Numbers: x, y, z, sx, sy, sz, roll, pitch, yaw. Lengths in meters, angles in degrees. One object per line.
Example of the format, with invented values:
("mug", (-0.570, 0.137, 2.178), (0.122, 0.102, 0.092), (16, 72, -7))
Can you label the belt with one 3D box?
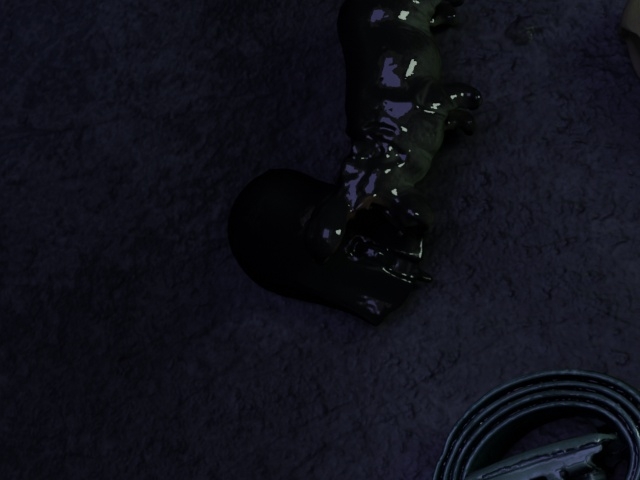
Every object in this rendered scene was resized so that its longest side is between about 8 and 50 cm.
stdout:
("belt", (0.240, 0.228, 1.235), (0.267, 0.116, 0.206), (-33, 63, 13))

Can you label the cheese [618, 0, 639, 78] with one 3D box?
("cheese", (0.453, -0.249, 1.295), (0.286, 0.082, 0.163), (-32, 70, 7))

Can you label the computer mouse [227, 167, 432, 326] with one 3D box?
("computer mouse", (0.000, 0.000, 1.404), (0.264, 0.088, 0.147), (16, 85, 21))

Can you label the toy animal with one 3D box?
("toy animal", (0.084, -0.130, 1.353), (0.168, 0.106, 0.343), (9, 70, 1))
